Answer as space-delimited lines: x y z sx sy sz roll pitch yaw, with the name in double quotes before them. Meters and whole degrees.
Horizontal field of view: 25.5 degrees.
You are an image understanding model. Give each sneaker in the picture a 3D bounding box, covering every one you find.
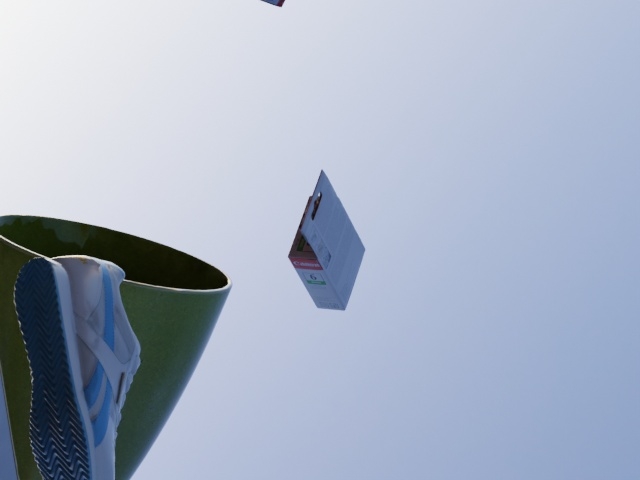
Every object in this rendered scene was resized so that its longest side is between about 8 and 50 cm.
"sneaker" -0.200 0.126 1.235 0.087 0.092 0.229 -6 -92 44

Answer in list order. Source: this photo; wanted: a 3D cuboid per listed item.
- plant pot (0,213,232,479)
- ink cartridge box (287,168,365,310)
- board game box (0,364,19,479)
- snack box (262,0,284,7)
"plant pot" -0.267 0.150 1.554 0.275 0.274 0.294 33 -71 65
"ink cartridge box" 0.000 0.000 1.144 0.029 0.115 0.063 4 -124 25
"board game box" -0.272 0.014 0.669 0.064 0.242 0.317 -17 -101 38
"snack box" -0.070 -0.399 1.631 0.174 0.070 0.207 40 -69 40
